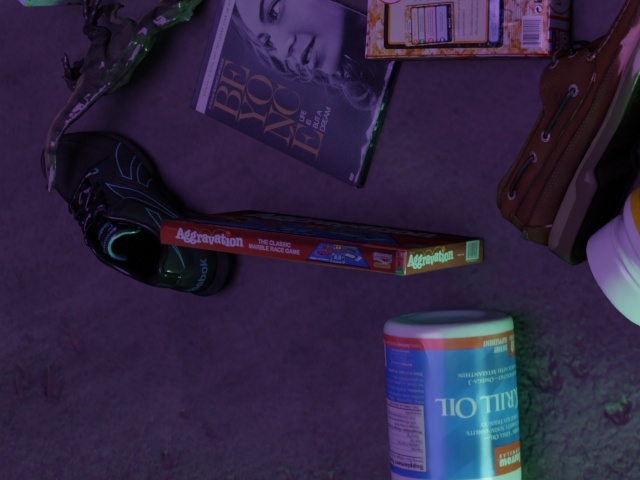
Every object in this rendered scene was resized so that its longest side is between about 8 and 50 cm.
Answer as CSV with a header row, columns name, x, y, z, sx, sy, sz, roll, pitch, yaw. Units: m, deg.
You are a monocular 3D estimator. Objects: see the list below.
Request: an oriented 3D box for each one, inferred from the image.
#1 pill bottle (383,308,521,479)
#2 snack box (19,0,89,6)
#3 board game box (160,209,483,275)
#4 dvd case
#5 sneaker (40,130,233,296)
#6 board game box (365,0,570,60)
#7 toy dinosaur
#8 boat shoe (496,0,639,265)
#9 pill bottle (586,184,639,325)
name,x,y,z,sx,sy,sz,roll,pitch,yaw
pill bottle,0.125,0.180,1.749,0.124,0.124,0.222,0,97,35
snack box,-0.320,-0.306,2.009,0.141,0.100,0.037,43,118,23
board game box,0.000,0.000,1.800,0.281,0.145,0.027,7,97,33
dvd case,-0.025,-0.170,1.874,0.221,0.018,0.165,27,111,29
sneaker,-0.210,-0.034,1.967,0.267,0.106,0.101,35,115,28
board game box,0.135,-0.240,1.727,0.193,0.045,0.147,4,93,32
toy dinosaur,-0.233,-0.185,1.971,0.268,0.064,0.118,-50,43,15
boat shoe,0.240,-0.131,1.638,0.104,0.110,0.307,34,113,26
pill bottle,0.334,-0.020,1.583,0.208,0.119,0.119,-39,74,31
